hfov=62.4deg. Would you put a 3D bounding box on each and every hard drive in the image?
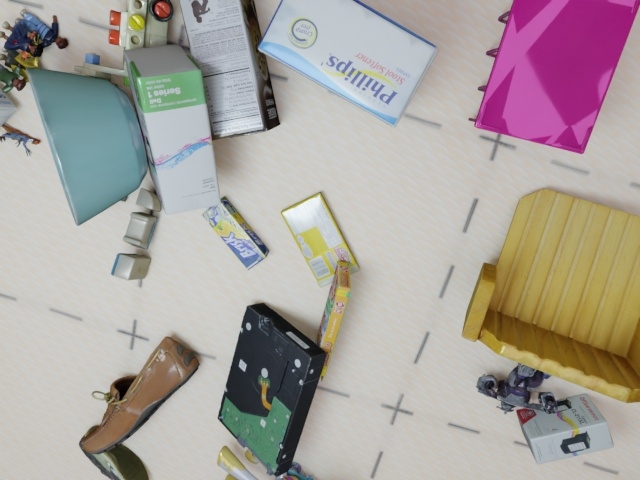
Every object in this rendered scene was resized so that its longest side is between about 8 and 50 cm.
[{"bbox_3d":[-0.123,0.351,1.253,0.237,0.064,0.339,31,112,38],"label":"hard drive"}]

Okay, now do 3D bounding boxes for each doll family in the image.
[{"bbox_3d":[-0.630,-0.404,1.140,0.111,0.076,0.193,32,104,0],"label":"doll family"}]

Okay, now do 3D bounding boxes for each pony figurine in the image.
[{"bbox_3d":[-0.106,0.717,1.344,0.363,0.303,0.351,16,99,16],"label":"pony figurine"}]

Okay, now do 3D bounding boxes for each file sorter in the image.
[{"bbox_3d":[0.422,-0.339,1.006,0.202,0.182,0.291,15,106,2],"label":"file sorter"}]

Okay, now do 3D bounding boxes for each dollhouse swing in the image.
[{"bbox_3d":[0.496,0.078,1.015,0.347,0.315,0.305,20,102,15],"label":"dollhouse swing"}]

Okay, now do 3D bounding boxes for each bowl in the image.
[{"bbox_3d":[-0.454,-0.198,1.061,0.163,0.311,0.312,-17,107,-24],"label":"bowl"}]

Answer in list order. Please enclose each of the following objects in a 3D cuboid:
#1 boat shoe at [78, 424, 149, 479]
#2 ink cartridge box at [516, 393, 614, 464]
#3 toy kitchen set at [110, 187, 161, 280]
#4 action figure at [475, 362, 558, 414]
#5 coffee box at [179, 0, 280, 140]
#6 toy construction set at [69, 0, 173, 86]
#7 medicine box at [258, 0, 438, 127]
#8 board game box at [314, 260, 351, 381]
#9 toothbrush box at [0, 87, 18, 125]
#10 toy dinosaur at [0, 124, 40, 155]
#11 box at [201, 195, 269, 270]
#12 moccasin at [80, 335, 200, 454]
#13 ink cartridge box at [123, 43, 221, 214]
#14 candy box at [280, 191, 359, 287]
[{"bbox_3d":[-0.560,0.600,1.430,0.073,0.080,0.223,-41,94,20],"label":"boat shoe"},{"bbox_3d":[0.573,0.443,1.251,0.175,0.127,0.072,-18,101,9],"label":"ink cartridge box"},{"bbox_3d":[-0.473,-0.031,1.232,0.166,0.122,0.207,18,87,0],"label":"toy kitchen set"},{"bbox_3d":[0.460,0.325,1.206,0.185,0.099,0.285,7,136,2],"label":"action figure"},{"bbox_3d":[-0.177,-0.363,1.062,0.119,0.168,0.297,-9,106,7],"label":"coffee box"},{"bbox_3d":[-0.417,-0.439,1.065,0.215,0.151,0.328,2,123,-27],"label":"toy construction set"},{"bbox_3d":[0.056,-0.347,0.980,0.263,0.289,0.149,29,107,-4],"label":"medicine box"},{"bbox_3d":[0.023,0.188,1.212,0.039,0.124,0.259,10,114,-3],"label":"board game box"},{"bbox_3d":[-0.852,-0.335,1.139,0.216,0.126,0.295,-38,93,14],"label":"toothbrush box"},{"bbox_3d":[-0.690,-0.239,1.212,0.082,0.047,0.090,-9,95,-11],"label":"toy dinosaur"},{"bbox_3d":[-0.195,-0.016,1.224,0.059,0.054,0.169,-36,101,14],"label":"box"},{"bbox_3d":[-0.476,0.391,1.327,0.147,0.139,0.380,45,108,-2],"label":"moccasin"},{"bbox_3d":[-0.293,-0.220,1.048,0.117,0.201,0.278,-15,127,-19],"label":"ink cartridge box"},{"bbox_3d":[0.000,0.000,1.225,0.105,0.027,0.206,-25,103,9],"label":"candy box"}]
